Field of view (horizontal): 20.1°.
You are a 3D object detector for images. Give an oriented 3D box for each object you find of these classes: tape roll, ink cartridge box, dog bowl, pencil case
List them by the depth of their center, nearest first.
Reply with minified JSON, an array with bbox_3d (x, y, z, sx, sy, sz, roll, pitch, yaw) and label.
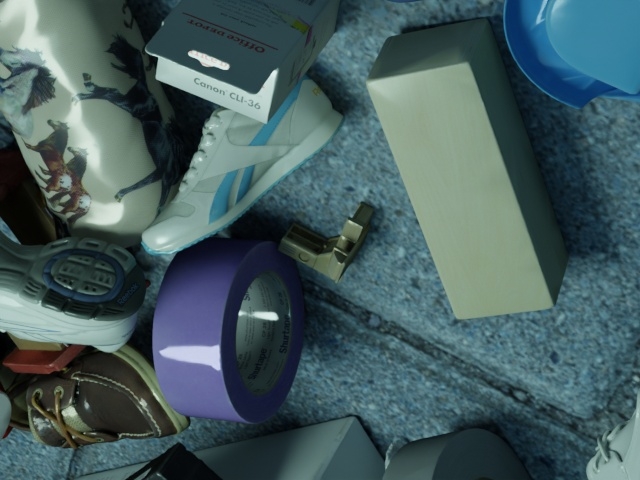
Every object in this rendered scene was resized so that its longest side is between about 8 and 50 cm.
[{"bbox_3d":[0.304,-0.168,1.522,0.297,0.074,0.166,24,133,8],"label":"dog bowl"},{"bbox_3d":[-0.071,-0.179,1.622,0.115,0.198,0.067,22,133,11],"label":"ink cartridge box"},{"bbox_3d":[-0.258,-0.169,1.755,0.184,0.160,0.410,-5,123,31],"label":"pencil case"},{"bbox_3d":[-0.092,0.091,1.857,0.080,0.189,0.189,4,127,26],"label":"tape roll"},{"bbox_3d":[0.149,0.309,1.884,0.072,0.219,0.219,-17,116,35],"label":"tape roll"}]

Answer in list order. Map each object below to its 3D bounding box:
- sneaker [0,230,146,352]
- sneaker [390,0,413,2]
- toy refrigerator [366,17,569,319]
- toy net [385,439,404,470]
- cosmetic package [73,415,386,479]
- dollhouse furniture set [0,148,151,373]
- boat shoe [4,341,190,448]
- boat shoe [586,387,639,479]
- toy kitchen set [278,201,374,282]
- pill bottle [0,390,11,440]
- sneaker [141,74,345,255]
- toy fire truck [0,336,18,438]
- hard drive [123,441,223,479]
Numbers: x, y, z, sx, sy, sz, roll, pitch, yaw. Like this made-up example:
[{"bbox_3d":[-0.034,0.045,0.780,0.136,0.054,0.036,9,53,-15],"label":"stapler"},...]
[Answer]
[{"bbox_3d":[-0.316,0.046,1.776,0.297,0.111,0.129,19,147,8],"label":"sneaker"},{"bbox_3d":[0.126,-0.273,1.492,0.112,0.131,0.296,45,134,-13],"label":"sneaker"},{"bbox_3d":[0.141,-0.065,1.679,0.102,0.094,0.269,-9,122,25],"label":"toy refrigerator"},{"bbox_3d":[0.146,0.318,1.982,0.045,0.122,0.232,-21,92,42],"label":"toy net"},{"bbox_3d":[-0.109,0.373,2.111,0.453,0.161,0.230,-16,116,36],"label":"cosmetic package"},{"bbox_3d":[-0.391,0.020,2.017,0.374,0.152,0.201,-1,127,50],"label":"dollhouse furniture set"},{"bbox_3d":[-0.262,0.184,1.985,0.342,0.123,0.123,6,132,56],"label":"boat shoe"},{"bbox_3d":[0.310,0.234,1.826,0.084,0.095,0.258,11,129,14],"label":"boat shoe"},{"bbox_3d":[0.000,0.000,1.819,0.075,0.068,0.083,27,133,6],"label":"toy kitchen set"},{"bbox_3d":[-0.448,0.158,1.981,0.216,0.121,0.121,27,135,25],"label":"pill bottle"},{"bbox_3d":[-0.089,-0.074,1.739,0.229,0.087,0.092,-41,100,-3],"label":"sneaker"},{"bbox_3d":[-0.493,0.202,2.117,0.217,0.246,0.158,0,126,28],"label":"toy fire truck"},{"bbox_3d":[-0.107,0.390,1.971,0.339,0.064,0.237,45,132,-7],"label":"hard drive"}]
